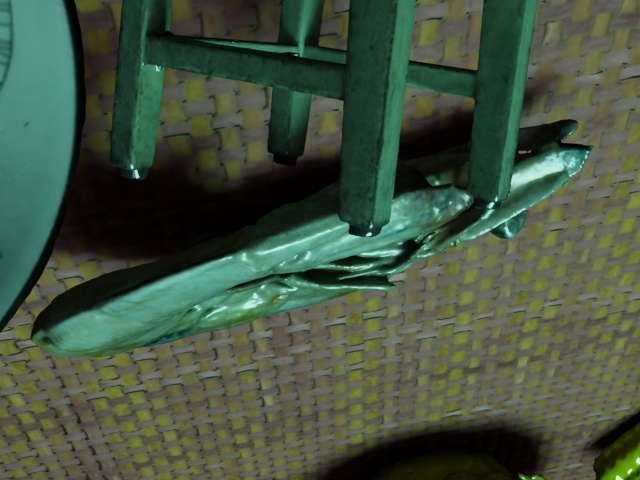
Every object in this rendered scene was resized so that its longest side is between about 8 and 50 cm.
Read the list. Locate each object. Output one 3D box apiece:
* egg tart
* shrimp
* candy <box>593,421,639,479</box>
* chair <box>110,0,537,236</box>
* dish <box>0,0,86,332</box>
[{"bbox_3d":[0.121,0.297,1.103,0.295,0.116,0.295,-8,141,-7],"label":"egg tart"},{"bbox_3d":[0.000,0.000,0.632,0.360,0.085,0.247,-19,177,-3],"label":"shrimp"},{"bbox_3d":[0.378,0.208,1.087,0.106,0.094,0.199,17,128,-27],"label":"candy"},{"bbox_3d":[0.014,-0.150,0.453,0.136,0.147,0.270,-13,114,-55],"label":"chair"},{"bbox_3d":[-0.253,-0.064,0.433,0.106,0.316,0.316,9,160,39],"label":"dish"}]
